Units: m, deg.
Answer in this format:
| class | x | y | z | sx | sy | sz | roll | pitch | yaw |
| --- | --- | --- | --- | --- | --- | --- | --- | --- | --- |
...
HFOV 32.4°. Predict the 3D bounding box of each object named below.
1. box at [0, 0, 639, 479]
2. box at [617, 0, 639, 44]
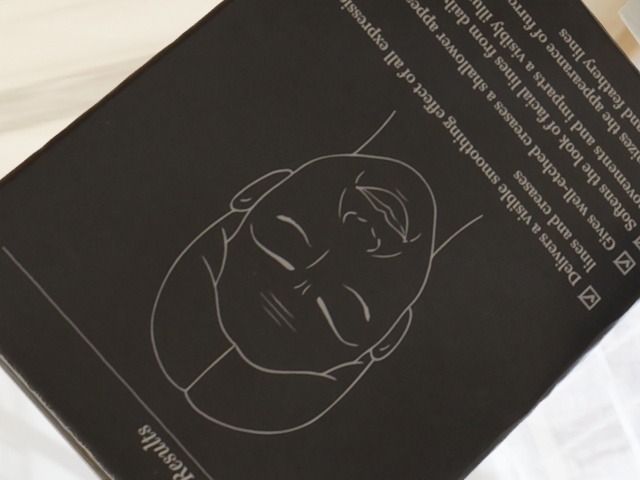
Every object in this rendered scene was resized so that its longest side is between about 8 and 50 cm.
| class | x | y | z | sx | sy | sz | roll | pitch | yaw |
| --- | --- | --- | --- | --- | --- | --- | --- | --- | --- |
| box | 0.000 | 0.000 | 0.704 | 0.395 | 0.293 | 0.212 | -41 | -174 | -14 |
| box | 0.393 | -0.111 | 0.874 | 0.148 | 0.311 | 0.121 | -33 | 175 | -7 |
